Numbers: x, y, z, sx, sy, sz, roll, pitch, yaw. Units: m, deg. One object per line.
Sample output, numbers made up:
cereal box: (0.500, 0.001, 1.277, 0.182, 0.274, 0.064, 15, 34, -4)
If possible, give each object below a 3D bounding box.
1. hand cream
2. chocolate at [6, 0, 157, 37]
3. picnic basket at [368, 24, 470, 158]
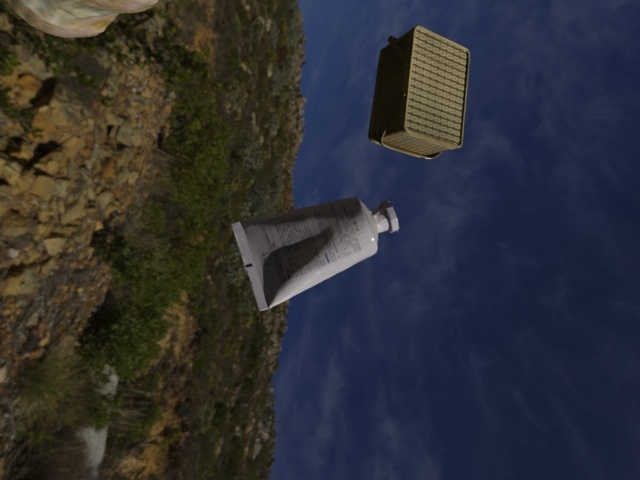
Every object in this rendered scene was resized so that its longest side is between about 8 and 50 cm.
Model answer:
hand cream: (0.000, 0.000, 0.383, 0.142, 0.053, 0.084, -20, -105, -2)
chocolate: (-0.224, -0.275, 0.408, 0.309, 0.134, 0.134, 5, -107, 45)
picnic basket: (0.144, -0.209, 0.620, 0.079, 0.115, 0.164, 0, -97, 62)
